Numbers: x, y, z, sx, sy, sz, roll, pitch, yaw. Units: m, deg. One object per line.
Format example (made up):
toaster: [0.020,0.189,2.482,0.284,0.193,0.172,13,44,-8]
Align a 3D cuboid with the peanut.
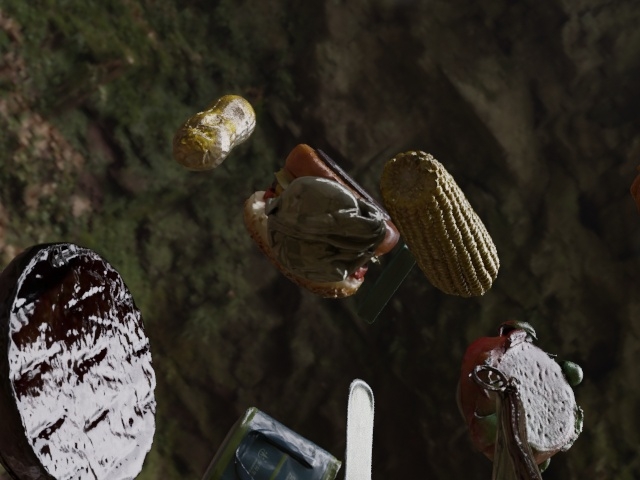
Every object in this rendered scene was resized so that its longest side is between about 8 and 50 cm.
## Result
peanut: [-0.168,-0.168,1.692,0.087,0.207,0.087,10,-61,19]

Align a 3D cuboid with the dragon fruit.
dragon fruit: [0.338,0.275,1.857,0.130,0.295,0.269,-29,-106,44]

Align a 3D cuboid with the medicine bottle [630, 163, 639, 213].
medicine bottle: [0.565,-0.065,1.649,0.149,0.112,0.222,50,25,19]

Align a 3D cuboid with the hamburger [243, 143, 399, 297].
hamburger: [-0.002,-0.033,2.379,0.330,0.250,0.330,43,5,-5]

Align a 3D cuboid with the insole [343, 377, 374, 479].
insole: [0.048,0.334,1.349,0.007,0.322,0.109,-7,-22,25]

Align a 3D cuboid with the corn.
corn: [0.211,-0.016,1.882,0.144,0.144,0.387,37,-5,38]

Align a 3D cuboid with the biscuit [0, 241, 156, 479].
biscuit: [-0.386,0.204,1.639,0.407,0.091,0.408,-14,90,-70]

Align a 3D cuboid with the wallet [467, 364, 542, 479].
wallet: [0.234,0.331,1.302,0.335,0.068,0.275,-84,168,-72]

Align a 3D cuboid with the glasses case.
glasses case: [0.141,0.083,2.200,0.039,0.184,0.078,34,19,0]

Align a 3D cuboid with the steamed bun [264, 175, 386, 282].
steamed bun: [-0.002,-0.001,1.889,0.211,0.144,0.218,25,-29,-24]

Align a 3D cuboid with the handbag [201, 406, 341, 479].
handbag: [-0.120,0.515,2.258,0.241,0.263,0.222,29,-33,-1]
